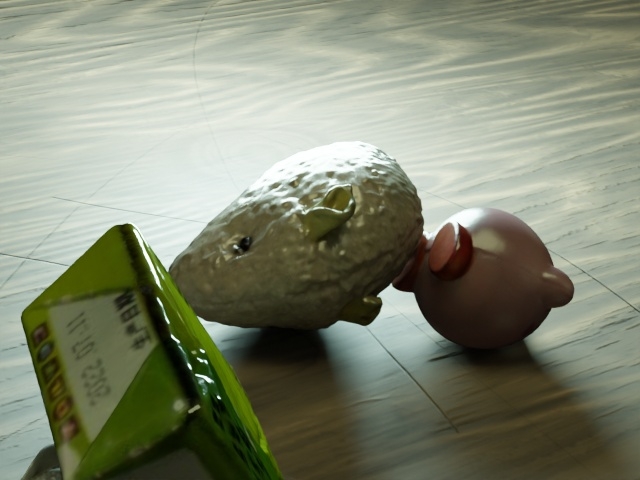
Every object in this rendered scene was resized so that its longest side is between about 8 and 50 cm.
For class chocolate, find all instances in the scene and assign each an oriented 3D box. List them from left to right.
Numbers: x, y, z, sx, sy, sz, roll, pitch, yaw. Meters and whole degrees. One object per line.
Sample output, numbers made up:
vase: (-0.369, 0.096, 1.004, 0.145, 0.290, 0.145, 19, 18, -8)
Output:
chocolate: (-0.124, 0.184, 1.643, 0.137, 0.301, 0.289, -27, 36, 0)

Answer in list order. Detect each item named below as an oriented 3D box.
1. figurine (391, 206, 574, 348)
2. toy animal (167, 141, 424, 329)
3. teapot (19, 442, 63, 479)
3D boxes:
figurine: (0.191, 0.046, 2.217, 0.173, 0.173, 0.173, 8, 25, -4)
toy animal: (0.004, -0.004, 2.199, 0.226, 0.188, 0.358, 2, 33, 38)
teapot: (-0.252, 0.270, 1.626, 0.159, 0.116, 0.245, 2, 23, 13)
